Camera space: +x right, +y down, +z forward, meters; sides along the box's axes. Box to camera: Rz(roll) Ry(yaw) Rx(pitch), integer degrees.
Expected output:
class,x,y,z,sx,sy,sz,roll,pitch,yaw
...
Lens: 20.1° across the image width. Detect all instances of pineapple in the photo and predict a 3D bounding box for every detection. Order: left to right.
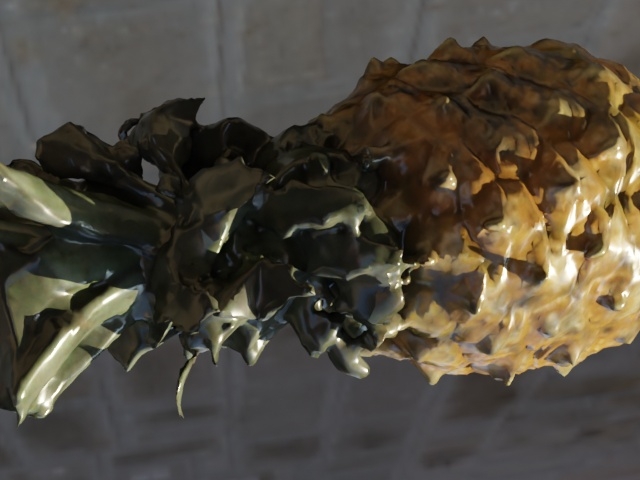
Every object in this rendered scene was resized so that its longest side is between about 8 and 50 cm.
class,x,y,z,sx,sy,sz,roll,pitch,yaw
pineapple,-0.001,0.000,0.607,0.248,0.128,0.128,-9,164,-28
